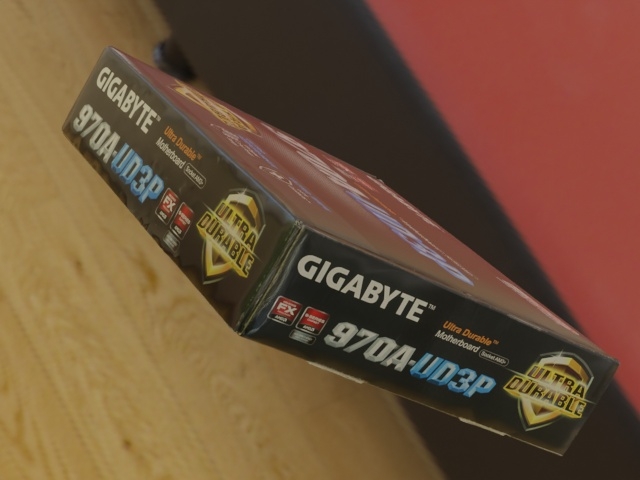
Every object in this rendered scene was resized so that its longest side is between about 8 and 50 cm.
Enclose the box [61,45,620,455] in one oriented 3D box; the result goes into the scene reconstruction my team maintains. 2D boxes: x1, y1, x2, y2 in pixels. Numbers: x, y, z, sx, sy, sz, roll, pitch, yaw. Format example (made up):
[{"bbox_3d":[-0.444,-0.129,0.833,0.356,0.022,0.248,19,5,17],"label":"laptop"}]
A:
[{"bbox_3d":[0.000,0.000,0.646,0.175,0.051,0.220,24,10,-34],"label":"box"}]
